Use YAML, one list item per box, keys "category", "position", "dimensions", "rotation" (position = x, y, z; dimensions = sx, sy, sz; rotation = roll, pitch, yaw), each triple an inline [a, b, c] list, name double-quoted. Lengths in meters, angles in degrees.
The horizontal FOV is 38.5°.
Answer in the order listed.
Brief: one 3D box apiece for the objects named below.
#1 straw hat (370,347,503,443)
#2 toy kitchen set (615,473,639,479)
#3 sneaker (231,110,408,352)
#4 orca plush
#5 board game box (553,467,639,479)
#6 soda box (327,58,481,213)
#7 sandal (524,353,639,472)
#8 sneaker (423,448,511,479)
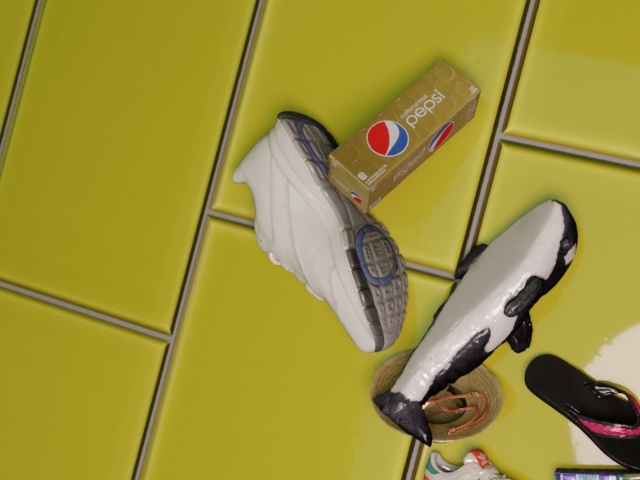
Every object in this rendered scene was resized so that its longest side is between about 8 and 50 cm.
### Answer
- category: "straw hat"
  position: [0.126, 0.186, 0.999]
  dimensions: [0.144, 0.144, 0.061]
  rotation: [9, 130, 20]
- category: "toy kitchen set"
  position: [0.287, 0.326, 0.836]
  dimensions: [0.122, 0.166, 0.207]
  rotation: [-8, 82, 19]
- category: "sneaker"
  position: [0.000, 0.000, 1.058]
  dimensions: [0.129, 0.111, 0.297]
  rotation: [-36, 70, 30]
- category: "orca plush"
  position: [0.190, 0.097, 0.964]
  dimensions: [0.102, 0.151, 0.287]
  rotation: [40, 72, -19]
- category: "board game box"
  position: [0.313, 0.338, 0.935]
  dimensions: [0.136, 0.035, 0.201]
  rotation: [-3, 84, 19]
- category: "soda box"
  position: [0.092, -0.116, 1.003]
  dimensions: [0.181, 0.058, 0.061]
  rotation: [-41, 71, -19]
- category: "sandal"
  position: [0.291, 0.175, 0.942]
  dimensions: [0.179, 0.040, 0.067]
  rotation: [33, 62, 21]
- category: "sneaker"
  position: [0.177, 0.262, 0.968]
  dimensions: [0.161, 0.057, 0.075]
  rotation: [-1, 82, 37]
